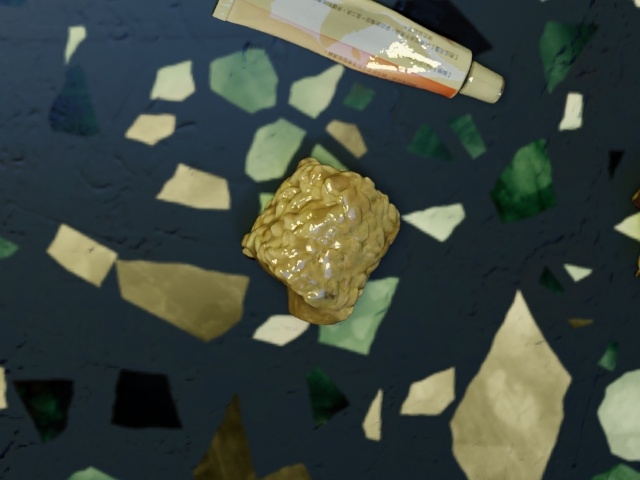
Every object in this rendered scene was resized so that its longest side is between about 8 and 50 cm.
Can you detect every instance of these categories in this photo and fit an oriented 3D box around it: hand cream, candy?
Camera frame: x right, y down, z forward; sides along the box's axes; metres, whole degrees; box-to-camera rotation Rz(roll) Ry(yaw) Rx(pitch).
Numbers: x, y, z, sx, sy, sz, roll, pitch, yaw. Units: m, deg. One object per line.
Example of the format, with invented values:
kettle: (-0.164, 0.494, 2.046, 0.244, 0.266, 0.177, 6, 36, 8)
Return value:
hand cream: (0.032, -0.145, 1.152, 0.216, 0.038, 0.052, 22, 80, -14)
candy: (0.000, 0.000, 1.176, 0.095, 0.085, 0.110, 42, 86, -32)

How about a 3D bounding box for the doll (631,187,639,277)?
doll: (0.318, -0.093, 1.207, 0.117, 0.086, 0.291, 13, 109, -22)
